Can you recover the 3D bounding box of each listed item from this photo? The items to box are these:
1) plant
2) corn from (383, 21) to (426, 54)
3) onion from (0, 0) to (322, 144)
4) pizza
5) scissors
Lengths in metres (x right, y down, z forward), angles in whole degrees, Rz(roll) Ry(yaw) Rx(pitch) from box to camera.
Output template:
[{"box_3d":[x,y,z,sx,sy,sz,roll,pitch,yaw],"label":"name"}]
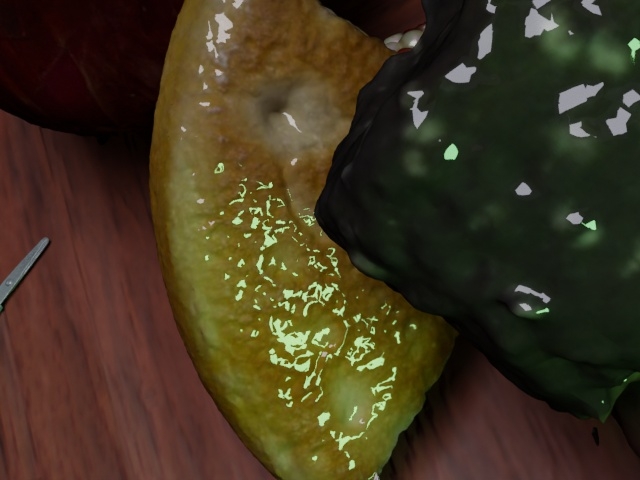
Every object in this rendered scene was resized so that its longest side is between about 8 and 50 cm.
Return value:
[{"box_3d":[0.120,-0.017,0.464,0.234,0.178,0.204,35,98,-3],"label":"plant"},{"box_3d":[0.043,-0.066,0.638,0.280,0.092,0.092,-27,56,5],"label":"corn"},{"box_3d":[-0.101,-0.182,0.654,0.276,0.276,0.276,-10,60,18],"label":"onion"},{"box_3d":[-0.006,-0.002,0.562,0.134,0.271,0.056,-25,16,-16],"label":"pizza"},{"box_3d":[-0.183,0.031,0.731,0.036,0.006,0.083,32,78,31],"label":"scissors"}]
